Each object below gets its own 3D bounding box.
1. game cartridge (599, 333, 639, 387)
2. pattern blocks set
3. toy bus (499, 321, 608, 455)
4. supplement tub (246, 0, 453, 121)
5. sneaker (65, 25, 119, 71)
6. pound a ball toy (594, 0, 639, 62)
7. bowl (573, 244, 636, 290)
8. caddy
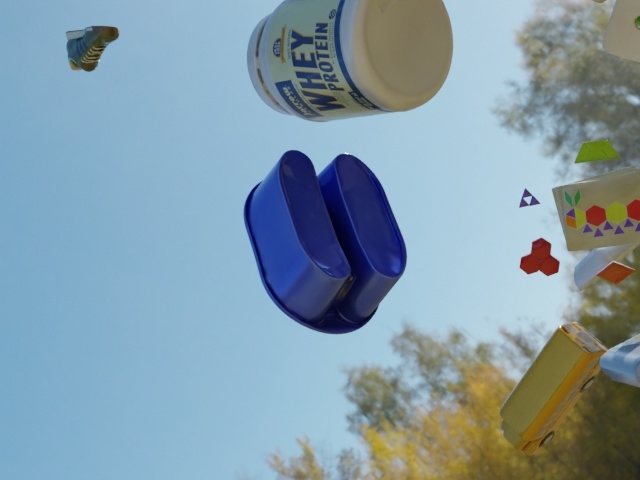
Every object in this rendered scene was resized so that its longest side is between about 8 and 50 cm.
[{"bbox_3d":[0.664,0.170,1.588,0.297,0.062,0.198,-26,-5,-5],"label":"game cartridge"},{"bbox_3d":[0.560,-0.056,1.770,0.026,0.325,0.285,-16,-74,-73],"label":"pattern blocks set"},{"bbox_3d":[0.515,0.343,2.016,0.130,0.108,0.332,-5,-49,-46],"label":"toy bus"},{"bbox_3d":[0.042,-0.330,1.551,0.235,0.325,0.235,-1,-88,-38],"label":"supplement tub"},{"bbox_3d":[-0.467,-0.389,1.828,0.064,0.192,0.086,-3,-83,-39],"label":"sneaker"},{"bbox_3d":[0.539,-0.337,1.265,0.208,0.319,0.135,-56,-19,-48],"label":"pound a ball toy"},{"bbox_3d":[0.645,0.043,2.037,0.142,0.053,0.142,-28,-19,-34],"label":"bowl"},{"bbox_3d":[0.000,0.000,1.590,0.241,0.341,0.179,0,-34,-30],"label":"caddy"}]
